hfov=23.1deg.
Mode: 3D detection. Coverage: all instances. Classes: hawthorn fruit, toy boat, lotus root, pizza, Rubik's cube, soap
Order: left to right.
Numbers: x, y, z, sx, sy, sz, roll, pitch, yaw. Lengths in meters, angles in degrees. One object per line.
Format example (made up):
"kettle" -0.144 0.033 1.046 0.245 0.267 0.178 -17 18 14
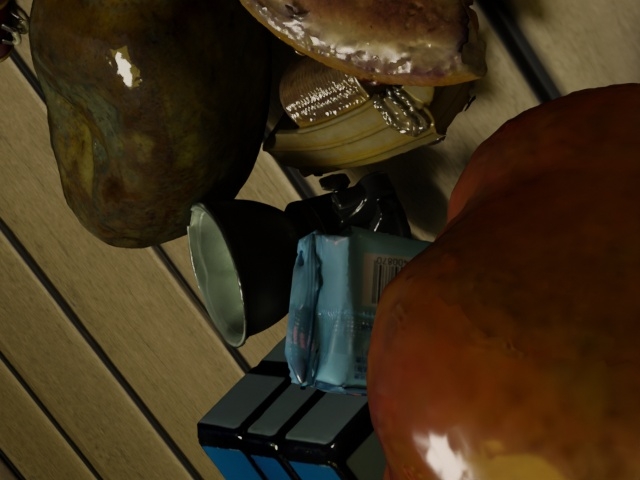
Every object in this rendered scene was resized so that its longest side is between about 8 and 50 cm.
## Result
"lotus root" -0.163 -0.170 1.534 0.250 0.250 0.346 36 153 18
"pizza" 0.022 -0.227 1.323 0.305 0.161 0.085 38 -179 19
"toy boat" 0.033 -0.136 1.470 0.115 0.089 0.310 43 155 -20
"Rubik's cube" 0.091 0.220 1.669 0.283 0.293 0.288 -6 122 55
"soap" 0.113 0.076 1.460 0.293 0.156 0.077 8 171 -16
"hawthorn fruit" 0.265 0.115 1.120 0.472 0.472 0.472 34 151 22

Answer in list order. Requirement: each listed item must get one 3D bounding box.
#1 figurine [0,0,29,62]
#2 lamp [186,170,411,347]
"figurine" -0.409 -0.268 1.949 0.098 0.082 0.154 21 149 5
"lamp" 0.000 0.000 1.554 0.172 0.227 0.147 104 144 -55
